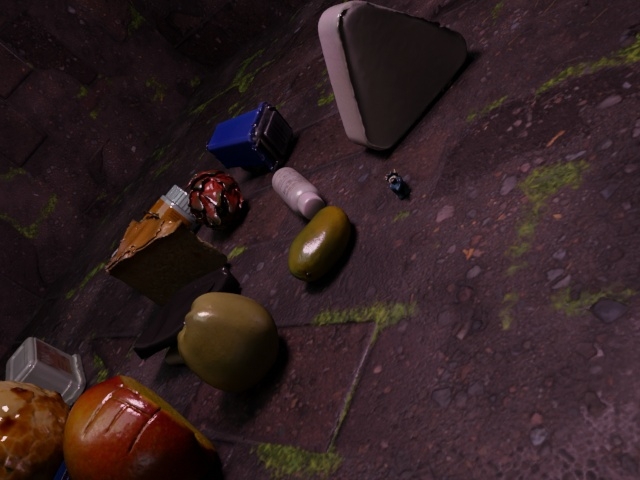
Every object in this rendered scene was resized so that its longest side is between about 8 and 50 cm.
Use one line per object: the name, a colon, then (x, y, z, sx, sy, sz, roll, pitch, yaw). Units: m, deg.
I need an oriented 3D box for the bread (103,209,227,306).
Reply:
bread: (-0.416, 0.007, 1.701, 0.315, 0.248, 0.279, -33, 32, 20)

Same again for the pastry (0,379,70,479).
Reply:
pastry: (-0.713, 0.509, 1.350, 0.312, 0.389, 0.389, 6, 54, 28)

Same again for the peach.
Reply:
peach: (-0.316, 0.380, 1.077, 0.274, 0.248, 0.245, 9, 86, 38)

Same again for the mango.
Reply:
mango: (0.001, 0.001, 1.254, 0.122, 0.085, 0.191, -8, 48, 56)

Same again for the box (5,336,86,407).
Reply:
box: (-0.867, 0.426, 1.874, 0.175, 0.182, 0.312, -52, 27, -9)

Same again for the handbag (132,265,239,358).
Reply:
handbag: (-0.322, 0.184, 1.465, 0.246, 0.080, 0.223, -26, 23, 37)

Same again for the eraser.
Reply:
eraser: (0.130, -0.414, 1.371, 0.331, 0.331, 0.150, -48, 26, 0)

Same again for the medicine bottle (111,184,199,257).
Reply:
medicine bottle: (-0.529, -0.024, 1.998, 0.318, 0.158, 0.158, -51, 27, -8)

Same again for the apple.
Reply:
apple: (-0.177, 0.195, 1.162, 0.200, 0.200, 0.200, -36, 29, 23)

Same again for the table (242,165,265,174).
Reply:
table: (-0.207, -0.298, 1.995, 0.146, 0.062, 0.175, -51, 24, -6)

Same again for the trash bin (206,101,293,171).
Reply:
trash bin: (-0.221, -0.302, 1.855, 0.234, 0.162, 0.184, -5, 53, 34)

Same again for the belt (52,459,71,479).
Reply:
belt: (-0.471, 0.540, 1.201, 0.212, 0.117, 0.347, -33, 31, 31)

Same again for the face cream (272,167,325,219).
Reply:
face cream: (-0.054, -0.115, 1.497, 0.082, 0.082, 0.269, -46, 26, 3)

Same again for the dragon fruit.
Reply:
dragon fruit: (-0.312, -0.119, 1.791, 0.182, 0.182, 0.189, -19, 77, 44)

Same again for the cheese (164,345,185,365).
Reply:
cheese: (-0.299, 0.256, 1.407, 0.194, 0.043, 0.065, -18, 39, 46)

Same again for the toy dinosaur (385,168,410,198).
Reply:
toy dinosaur: (0.155, -0.116, 1.223, 0.030, 0.047, 0.083, -39, 26, 14)
